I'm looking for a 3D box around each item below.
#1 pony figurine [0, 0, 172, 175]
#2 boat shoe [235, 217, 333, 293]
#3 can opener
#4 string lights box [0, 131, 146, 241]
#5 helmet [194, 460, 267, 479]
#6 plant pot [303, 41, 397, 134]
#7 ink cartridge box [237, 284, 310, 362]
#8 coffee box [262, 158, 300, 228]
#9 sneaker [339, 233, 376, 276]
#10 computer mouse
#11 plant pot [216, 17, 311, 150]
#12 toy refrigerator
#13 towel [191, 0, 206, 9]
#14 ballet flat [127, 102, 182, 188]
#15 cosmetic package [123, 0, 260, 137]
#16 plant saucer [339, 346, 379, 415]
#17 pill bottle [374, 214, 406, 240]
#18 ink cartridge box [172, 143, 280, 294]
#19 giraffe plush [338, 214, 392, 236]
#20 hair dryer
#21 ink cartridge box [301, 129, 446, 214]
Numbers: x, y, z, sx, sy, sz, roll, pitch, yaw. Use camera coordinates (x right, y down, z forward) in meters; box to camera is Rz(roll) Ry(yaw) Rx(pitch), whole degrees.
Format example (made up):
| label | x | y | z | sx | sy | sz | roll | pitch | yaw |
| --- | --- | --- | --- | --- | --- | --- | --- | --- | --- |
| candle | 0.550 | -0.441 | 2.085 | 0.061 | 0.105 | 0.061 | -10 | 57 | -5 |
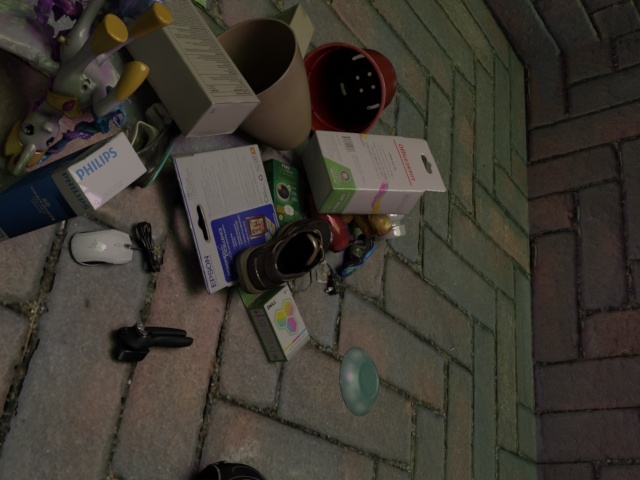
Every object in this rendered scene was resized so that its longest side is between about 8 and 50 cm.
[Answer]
| label | x | y | z | sx | sy | sz | roll | pitch | yaw |
| --- | --- | --- | --- | --- | --- | --- | --- | --- | --- |
| pony figurine | -0.417 | -0.313 | 1.167 | 0.303 | 0.363 | 0.351 | 30 | 40 | -39 |
| boat shoe | -0.050 | 0.033 | 1.611 | 0.355 | 0.130 | 0.132 | -36 | 113 | -53 |
| can opener | -0.327 | 0.192 | 1.344 | 0.059 | 0.073 | 0.186 | 46 | 21 | 24 |
| string lights box | -0.422 | -0.084 | 1.099 | 0.077 | 0.259 | 0.133 | 63 | 37 | -21 |
| helmet | -0.169 | 0.533 | 1.355 | 0.161 | 0.169 | 0.169 | 29 | 55 | -28 |
| plant pot | 0.095 | -0.449 | 1.993 | 0.265 | 0.272 | 0.272 | -42 | 114 | -61 |
| ink cartridge box | -0.111 | 0.177 | 1.643 | 0.109 | 0.062 | 0.209 | -39 | 111 | -52 |
| coffee box | -0.101 | -0.110 | 1.770 | 0.113 | 0.040 | 0.184 | 15 | 67 | -54 |
| sneaker | 0.098 | 0.043 | 2.003 | 0.078 | 0.067 | 0.188 | 48 | 41 | -6 |
| computer mouse | -0.387 | 0.015 | 1.312 | 0.193 | 0.042 | 0.106 | -2 | 82 | -56 |
| plant pot | -0.128 | -0.347 | 1.661 | 0.274 | 0.256 | 0.256 | 56 | 36 | -54 |
| toy refrigerator | -0.103 | -0.521 | 1.826 | 0.094 | 0.102 | 0.269 | 51 | 37 | -34 |
| towel | -0.312 | -0.653 | 1.657 | 0.113 | 0.023 | 0.152 | 20 | 63 | -51 |
| ballet flat | -0.334 | -0.230 | 1.429 | 0.096 | 0.095 | 0.280 | 47 | 43 | -24 |
| cosmetic package | -0.283 | -0.375 | 1.432 | 0.160 | 0.113 | 0.309 | -18 | 72 | -55 |
| plant saucer | 0.123 | 0.398 | 1.934 | 0.195 | 0.037 | 0.195 | 22 | 62 | -51 |
| pill bottle | 0.195 | -0.115 | 2.131 | 0.121 | 0.121 | 0.221 | -15 | 92 | -56 |
| ink cartridge box | -0.216 | -0.057 | 1.566 | 0.307 | 0.072 | 0.304 | -21 | 99 | -54 |
| giraffe plush | 0.098 | -0.107 | 1.972 | 0.170 | 0.181 | 0.210 | -10 | 96 | -37 |
| hair dryer | 0.000 | 0.000 | 1.846 | 0.223 | 0.080 | 0.293 | 16 | 66 | -53 |
| ink cartridge box | 0.147 | -0.182 | 1.880 | 0.353 | 0.119 | 0.207 | 0 | 56 | -24 |
